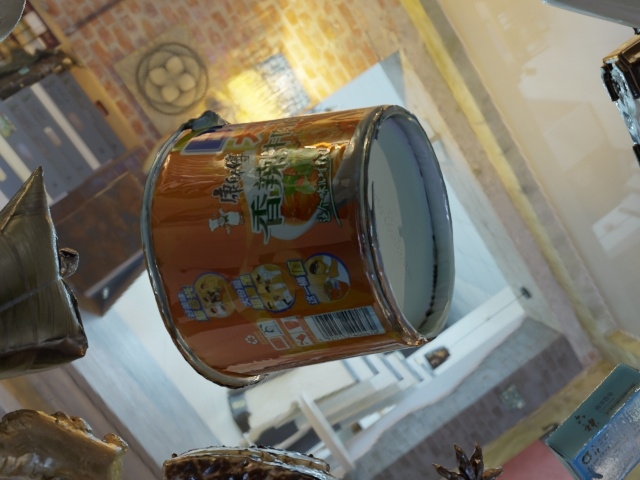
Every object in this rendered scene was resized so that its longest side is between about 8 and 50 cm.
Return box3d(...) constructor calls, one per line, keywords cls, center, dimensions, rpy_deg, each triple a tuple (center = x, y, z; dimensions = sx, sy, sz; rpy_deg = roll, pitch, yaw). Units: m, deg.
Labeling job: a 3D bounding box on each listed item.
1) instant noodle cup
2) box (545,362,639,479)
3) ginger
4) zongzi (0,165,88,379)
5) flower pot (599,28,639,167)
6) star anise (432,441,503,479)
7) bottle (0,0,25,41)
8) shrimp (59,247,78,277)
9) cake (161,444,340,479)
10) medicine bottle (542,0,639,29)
box3d(cls="instant noodle cup", center=(0.000, 0.000, 0.659), dimensions=(0.296, 0.214, 0.296), rpy_deg=(25, 62, -58))
box3d(cls="box", center=(0.574, 0.375, 1.294), dimensions=(0.142, 0.232, 0.083), rpy_deg=(50, -7, -25))
box3d(cls="ginger", center=(-0.344, 0.266, 0.824), dimensions=(0.213, 0.074, 0.137), rpy_deg=(25, 14, -23))
box3d(cls="zongzi", center=(-0.456, 0.036, 0.853), dimensions=(0.286, 0.139, 0.299), rpy_deg=(3, 82, -61))
box3d(cls="flower pot", center=(0.461, -0.174, 0.888), dimensions=(0.250, 0.084, 0.179), rpy_deg=(63, 12, -5))
box3d(cls="star anise", center=(0.255, 0.414, 1.128), dimensions=(0.141, 0.141, 0.042), rpy_deg=(56, -14, -5))
box3d(cls="bottle", center=(-0.259, -0.134, 0.330), dimensions=(0.209, 0.097, 0.110), rpy_deg=(-40, 117, -61))
box3d(cls="shrimp", center=(-0.510, 0.036, 1.206), dimensions=(0.165, 0.057, 0.065), rpy_deg=(27, 57, -65))
box3d(cls="cake", center=(-0.082, 0.266, 0.471), dimensions=(0.135, 0.245, 0.112), rpy_deg=(18, -12, 4))
box3d(cls="medicine bottle", center=(0.356, -0.259, 0.576), dimensions=(0.293, 0.170, 0.170), rpy_deg=(18, -11, 7))
